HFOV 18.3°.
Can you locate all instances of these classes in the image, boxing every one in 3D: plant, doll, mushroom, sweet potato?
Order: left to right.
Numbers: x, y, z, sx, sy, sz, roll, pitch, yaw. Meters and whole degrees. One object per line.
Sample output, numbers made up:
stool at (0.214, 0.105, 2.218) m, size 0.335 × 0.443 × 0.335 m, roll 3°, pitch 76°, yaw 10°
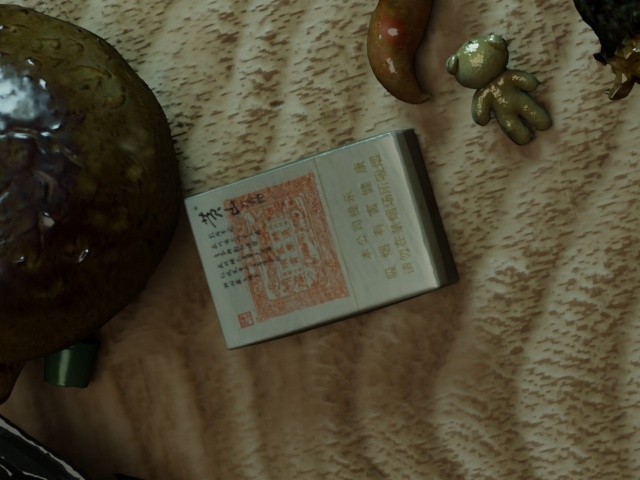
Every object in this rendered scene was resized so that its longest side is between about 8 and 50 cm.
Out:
mushroom at (-0.289, -0.050, 1.665) m, size 0.239 × 0.345 × 0.345 m, roll -24°, pitch 84°, yaw 63°
plant at (-0.218, 0.077, 1.755) m, size 0.051 × 0.051 × 0.102 m, roll 8°, pitch 92°, yaw 20°
sweet potato at (0.067, -0.212, 1.622) m, size 0.055 × 0.058 × 0.202 m, roll 2°, pitch 94°, yaw 0°
doll at (0.143, -0.120, 1.602) m, size 0.061 × 0.051 × 0.093 m, roll -35°, pitch 83°, yaw 13°

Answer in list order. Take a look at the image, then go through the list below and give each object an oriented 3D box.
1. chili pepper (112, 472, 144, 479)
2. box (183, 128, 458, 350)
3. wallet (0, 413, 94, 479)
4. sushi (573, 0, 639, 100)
chili pepper at (-0.186, 0.261, 1.751) m, size 0.216 × 0.062 × 0.108 m, roll 18°, pitch 100°, yaw 20°
box at (0.000, 0.000, 1.662) m, size 0.201 × 0.058 × 0.141 m, roll -16°, pitch 89°, yaw 22°
wallet at (-0.228, 0.305, 1.710) m, size 0.323 × 0.041 × 0.247 m, roll 36°, pitch 114°, yaw -3°
sushi at (0.319, -0.271, 1.435) m, size 0.348 × 0.234 × 0.207 m, roll -34°, pitch 85°, yaw 43°
